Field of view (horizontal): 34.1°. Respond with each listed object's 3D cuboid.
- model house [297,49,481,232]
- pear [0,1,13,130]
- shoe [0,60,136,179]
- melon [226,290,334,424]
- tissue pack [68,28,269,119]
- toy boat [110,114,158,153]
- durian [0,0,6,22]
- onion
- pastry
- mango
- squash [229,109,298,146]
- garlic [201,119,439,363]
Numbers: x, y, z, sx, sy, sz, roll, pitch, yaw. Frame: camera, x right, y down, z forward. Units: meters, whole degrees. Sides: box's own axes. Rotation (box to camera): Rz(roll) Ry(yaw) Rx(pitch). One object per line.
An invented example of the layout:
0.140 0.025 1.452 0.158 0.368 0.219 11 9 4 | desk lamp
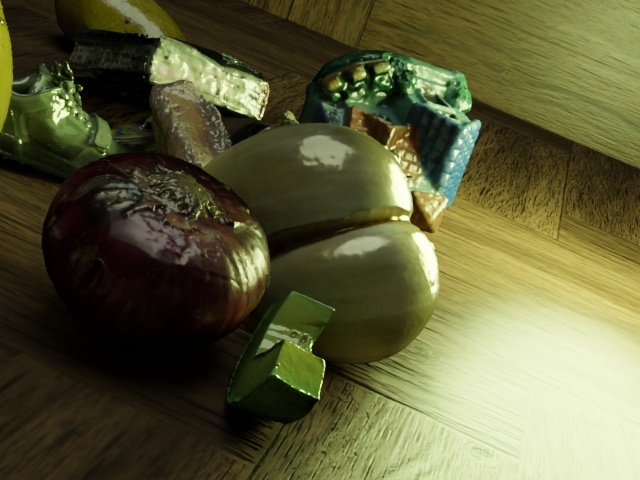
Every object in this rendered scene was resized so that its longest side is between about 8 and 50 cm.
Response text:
0.131 -0.169 1.852 0.295 0.251 0.329 16 26 -17 | model house
-0.491 -0.189 1.078 0.348 0.348 0.348 19 19 -7 | pear
-0.352 -0.170 1.438 0.293 0.149 0.109 16 16 -30 | shoe
-0.039 0.121 1.067 0.064 0.118 0.209 33 30 -10 | melon
-0.266 -0.280 1.798 0.245 0.123 0.332 15 2 -38 | tissue pack
-0.277 -0.164 1.643 0.084 0.066 0.210 27 21 20 | toy boat
-0.619 -0.396 1.849 0.078 0.140 0.224 -10 32 2 | durian
-0.175 0.014 1.096 0.246 0.190 0.246 30 29 -19 | onion
-0.188 -0.134 1.551 0.103 0.112 0.265 -2 37 -23 | pastry
-0.385 -0.423 2.084 0.330 0.175 0.176 25 64 10 | mango
-0.056 -0.113 1.615 0.193 0.156 0.193 33 -3 2 | squash
0.001 0.000 1.271 0.313 0.286 0.249 2 2 -34 | garlic
